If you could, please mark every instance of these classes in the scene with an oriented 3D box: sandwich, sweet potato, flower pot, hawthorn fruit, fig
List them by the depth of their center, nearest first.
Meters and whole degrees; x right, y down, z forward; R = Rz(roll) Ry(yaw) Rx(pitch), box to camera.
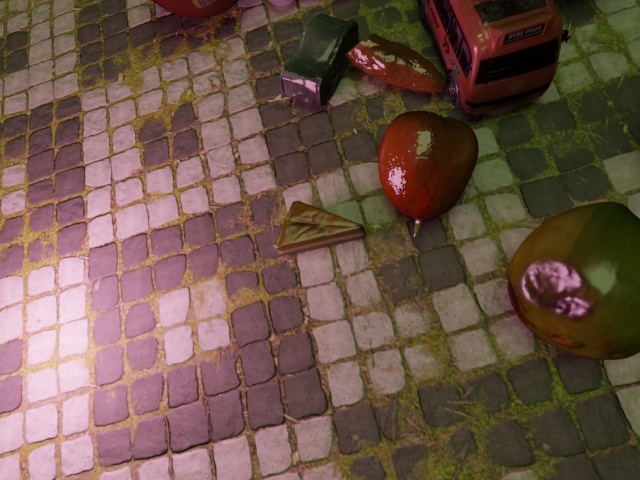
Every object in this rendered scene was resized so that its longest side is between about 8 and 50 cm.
[{"bbox_3d":[0.452,0.053,0.728,0.239,0.239,0.271,30,77,19],"label":"fig"},{"bbox_3d":[0.206,-0.130,0.875,0.199,0.199,0.252,8,83,14],"label":"hawthorn fruit"},{"bbox_3d":[0.000,0.000,0.923,0.163,0.079,0.114,21,78,16],"label":"sandwich"},{"bbox_3d":[0.177,-0.407,1.015,0.251,0.097,0.097,28,79,13],"label":"sweet potato"},{"bbox_3d":[0.001,-0.439,1.062,0.108,0.103,0.230,22,76,17],"label":"flower pot"}]

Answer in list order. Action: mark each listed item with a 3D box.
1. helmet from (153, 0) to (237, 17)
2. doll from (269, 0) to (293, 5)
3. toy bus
[{"bbox_3d":[-0.328,-0.727,1.164,0.384,0.230,0.338,-33,66,9],"label":"helmet"},{"bbox_3d":[-0.025,-0.707,1.151,0.286,0.151,0.151,-14,69,14],"label":"doll"},{"bbox_3d":[0.349,-0.505,0.944,0.202,0.233,0.428,-15,68,6],"label":"toy bus"}]
